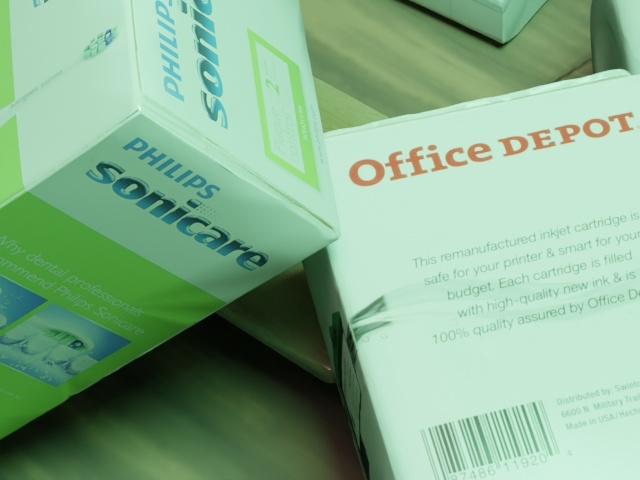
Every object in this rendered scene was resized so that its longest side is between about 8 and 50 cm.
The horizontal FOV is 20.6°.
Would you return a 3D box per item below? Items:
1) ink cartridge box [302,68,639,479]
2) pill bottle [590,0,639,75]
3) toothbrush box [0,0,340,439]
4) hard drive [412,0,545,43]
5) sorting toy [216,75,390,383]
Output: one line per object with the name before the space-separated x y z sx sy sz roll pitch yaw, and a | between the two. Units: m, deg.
ink cartridge box | 0.091 0.054 0.714 0.160 0.092 0.219 -12 60 -8
pill bottle | 0.244 -0.084 0.829 0.216 0.121 0.121 -8 54 0
toothbrush box | -0.147 -0.039 0.760 0.283 0.122 0.206 -33 48 27
hard drive | 0.023 -0.269 1.035 0.353 0.047 0.233 29 62 24
sorting toy | 0.000 0.000 0.838 0.274 0.046 0.132 30 62 22
